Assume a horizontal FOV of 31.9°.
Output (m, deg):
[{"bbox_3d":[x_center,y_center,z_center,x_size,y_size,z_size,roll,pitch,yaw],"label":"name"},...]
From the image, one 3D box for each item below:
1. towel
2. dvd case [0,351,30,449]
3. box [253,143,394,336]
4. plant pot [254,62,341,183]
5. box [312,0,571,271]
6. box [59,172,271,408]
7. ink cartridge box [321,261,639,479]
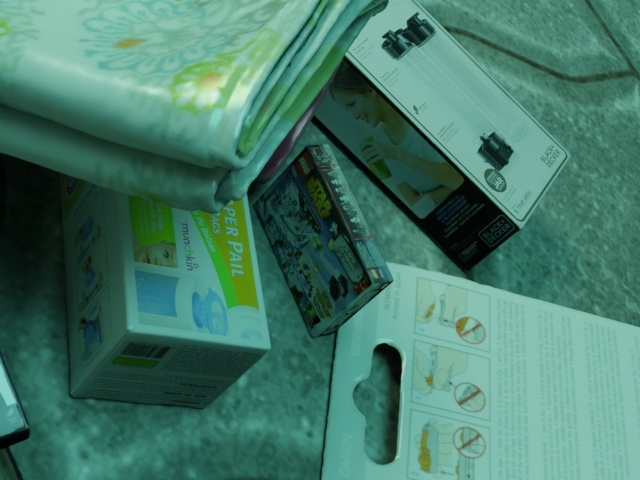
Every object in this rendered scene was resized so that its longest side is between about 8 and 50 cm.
[{"bbox_3d":[-0.151,-0.182,0.777,0.374,0.090,0.320,18,45,16],"label":"towel"},{"bbox_3d":[-0.304,0.043,0.679,0.179,0.029,0.238,-19,70,-23],"label":"dvd case"},{"bbox_3d":[0.000,0.000,0.948,0.027,0.094,0.137,-6,63,-41],"label":"box"},{"bbox_3d":[-0.082,-0.175,0.960,0.180,0.201,0.201,28,43,3],"label":"plant pot"},{"bbox_3d":[0.103,-0.129,1.135,0.290,0.087,0.169,44,42,-2],"label":"box"},{"bbox_3d":[-0.121,0.009,0.837,0.114,0.103,0.203,11,53,-32],"label":"box"},{"bbox_3d":[0.182,0.195,0.979,0.385,0.091,0.308,14,49,-8],"label":"ink cartridge box"}]
